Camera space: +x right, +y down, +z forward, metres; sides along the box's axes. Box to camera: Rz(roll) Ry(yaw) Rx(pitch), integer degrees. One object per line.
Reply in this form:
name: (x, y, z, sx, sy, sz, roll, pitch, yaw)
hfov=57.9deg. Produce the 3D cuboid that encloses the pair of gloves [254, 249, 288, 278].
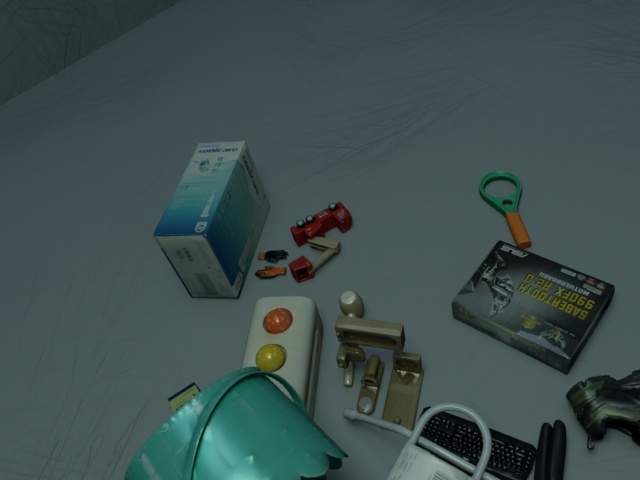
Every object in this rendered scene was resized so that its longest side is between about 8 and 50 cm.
pair of gloves: (-0.111, 0.053, 1.316, 0.074, 0.010, 0.083, -6, 44, 13)

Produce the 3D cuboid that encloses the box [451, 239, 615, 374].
box: (0.391, 0.115, 1.078, 0.231, 0.056, 0.183, 27, 60, 34)

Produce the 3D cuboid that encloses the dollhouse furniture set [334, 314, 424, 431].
dollhouse furniture set: (0.093, 0.229, 0.991, 0.144, 0.151, 0.123, 6, 51, 18)

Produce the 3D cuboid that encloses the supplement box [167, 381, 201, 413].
supplement box: (-0.224, 0.321, 1.051, 0.056, 0.083, 0.083, -32, 49, -12)

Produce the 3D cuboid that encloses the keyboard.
keyboard: (0.241, 0.335, 0.934, 0.192, 0.038, 0.100, 13, 53, 27)

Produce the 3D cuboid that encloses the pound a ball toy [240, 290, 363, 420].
pound a ball toy: (-0.038, 0.216, 1.058, 0.208, 0.136, 0.319, -4, 48, 14)

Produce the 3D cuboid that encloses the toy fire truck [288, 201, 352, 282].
toy fire truck: (0.000, 0.000, 1.306, 0.192, 0.047, 0.135, -28, 47, -11)

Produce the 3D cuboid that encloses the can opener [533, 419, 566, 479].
can opener: (0.347, 0.360, 0.876, 0.059, 0.073, 0.186, -35, 28, 41)

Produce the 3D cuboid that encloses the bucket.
bucket: (-0.116, 0.321, 0.799, 0.281, 0.281, 0.183, -39, 70, -20)

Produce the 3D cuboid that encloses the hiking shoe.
hiking shoe: (0.513, 0.261, 0.904, 0.226, 0.086, 0.114, -15, 59, 10)

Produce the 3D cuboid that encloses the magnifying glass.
magnifying glass: (0.412, -0.073, 1.268, 0.092, 0.026, 0.231, -11, 47, 6)

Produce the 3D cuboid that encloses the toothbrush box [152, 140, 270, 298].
toothbrush box: (-0.230, -0.049, 1.303, 0.126, 0.216, 0.295, 1, 49, 17)

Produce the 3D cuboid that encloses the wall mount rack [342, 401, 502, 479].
wall mount rack: (0.099, 0.393, 0.856, 0.304, 0.130, 0.350, 22, 63, 28)
